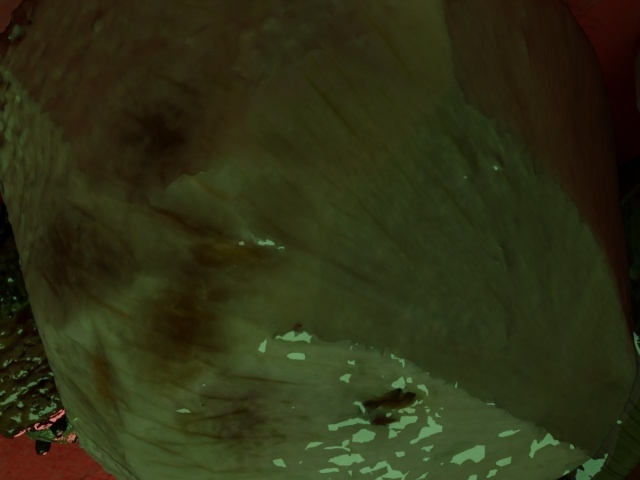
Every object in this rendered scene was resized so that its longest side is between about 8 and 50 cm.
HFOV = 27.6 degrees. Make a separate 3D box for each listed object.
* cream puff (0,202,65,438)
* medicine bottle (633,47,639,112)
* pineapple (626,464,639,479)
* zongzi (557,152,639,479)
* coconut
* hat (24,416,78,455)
[{"bbox_3d":[-0.254,0.052,1.073,0.183,0.183,0.169,-16,113,24],"label":"cream puff"},{"bbox_3d":[0.332,-0.102,0.850,0.229,0.083,0.121,15,144,-15],"label":"medicine bottle"},{"bbox_3d":[0.240,0.300,1.359,0.158,0.158,0.279,11,153,-8],"label":"pineapple"},{"bbox_3d":[0.219,0.076,0.869,0.134,0.288,0.286,16,169,-5],"label":"zongzi"},{"bbox_3d":[0.000,0.000,0.757,0.415,0.344,0.415,38,159,17],"label":"coconut"},{"bbox_3d":[-0.268,0.179,1.303,0.077,0.059,0.076,-23,131,38],"label":"hat"}]
